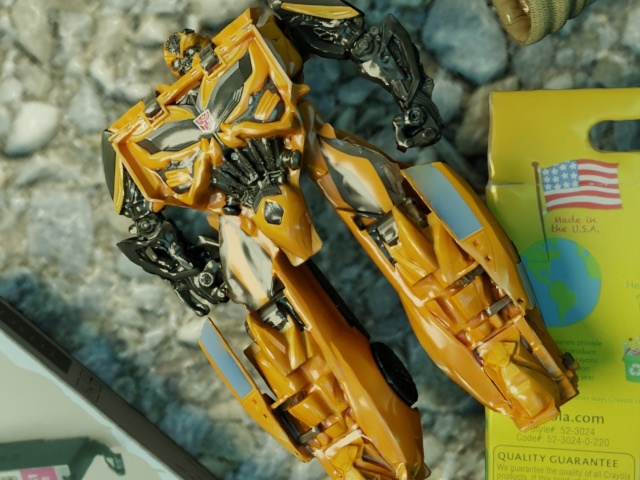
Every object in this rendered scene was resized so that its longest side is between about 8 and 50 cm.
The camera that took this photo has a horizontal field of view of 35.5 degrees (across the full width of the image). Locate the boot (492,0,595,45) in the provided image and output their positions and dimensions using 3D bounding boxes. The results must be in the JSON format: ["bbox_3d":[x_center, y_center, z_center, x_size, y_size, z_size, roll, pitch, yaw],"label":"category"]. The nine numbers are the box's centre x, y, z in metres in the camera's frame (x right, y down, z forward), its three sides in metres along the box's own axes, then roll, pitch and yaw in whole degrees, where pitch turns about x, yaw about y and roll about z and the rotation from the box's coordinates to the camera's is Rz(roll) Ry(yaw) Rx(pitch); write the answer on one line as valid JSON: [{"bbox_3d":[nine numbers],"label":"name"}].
[{"bbox_3d":[0.160,-0.234,0.517,0.203,0.095,0.262,-27,145,1],"label":"boot"}]

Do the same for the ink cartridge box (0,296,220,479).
[{"bbox_3d":[-0.188,0.199,0.606,0.275,0.060,0.239,42,90,-10],"label":"ink cartridge box"}]

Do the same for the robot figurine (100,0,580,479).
[{"bbox_3d":[0.000,0.000,0.553,0.211,0.085,0.291,-38,87,15],"label":"robot figurine"}]

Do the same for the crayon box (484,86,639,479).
[{"bbox_3d":[0.201,0.068,0.590,0.202,0.081,0.318,2,99,15],"label":"crayon box"}]
